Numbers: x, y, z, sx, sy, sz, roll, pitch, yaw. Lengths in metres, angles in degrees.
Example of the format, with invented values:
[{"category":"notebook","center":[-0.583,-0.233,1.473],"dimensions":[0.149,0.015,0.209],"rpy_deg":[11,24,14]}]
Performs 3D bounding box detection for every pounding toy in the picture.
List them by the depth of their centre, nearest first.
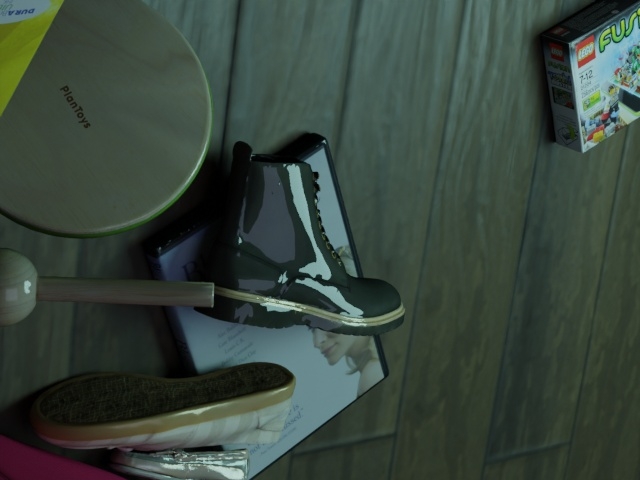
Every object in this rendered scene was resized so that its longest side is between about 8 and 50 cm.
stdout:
[{"category":"pounding toy","center":[-0.169,-0.049,1.367],"dimensions":[0.183,0.110,0.236],"rpy_deg":[-2,72,-12]}]

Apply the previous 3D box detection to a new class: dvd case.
[{"category":"dvd case","center":[-0.037,0.060,1.605],"dimensions":[0.180,0.022,0.253],"rpy_deg":[-35,128,-26]}]

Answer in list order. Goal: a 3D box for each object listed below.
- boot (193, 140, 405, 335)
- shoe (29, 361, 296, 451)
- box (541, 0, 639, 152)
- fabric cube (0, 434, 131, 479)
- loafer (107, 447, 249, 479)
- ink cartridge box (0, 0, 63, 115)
[{"category":"boot","center":[0.000,0.000,1.550],"dimensions":[0.198,0.077,0.137],"rpy_deg":[5,99,-45]},{"category":"shoe","center":[-0.119,0.139,1.515],"dimensions":[0.219,0.076,0.058],"rpy_deg":[-5,119,-28]},{"category":"box","center":[0.289,-0.176,1.788],"dimensions":[0.207,0.036,0.114],"rpy_deg":[-32,127,-28]},{"category":"fabric cube","center":[-0.199,0.299,1.402],"dimensions":[0.258,0.254,0.259],"rpy_deg":[29,88,-44]},{"category":"loafer","center":[-0.112,0.175,1.571],"dimensions":[0.125,0.045,0.039],"rpy_deg":[16,83,-33]},{"category":"ink cartridge box","center":[-0.332,-0.065,1.139],"dimensions":[0.304,0.072,0.307],"rpy_deg":[-10,147,-39]}]
